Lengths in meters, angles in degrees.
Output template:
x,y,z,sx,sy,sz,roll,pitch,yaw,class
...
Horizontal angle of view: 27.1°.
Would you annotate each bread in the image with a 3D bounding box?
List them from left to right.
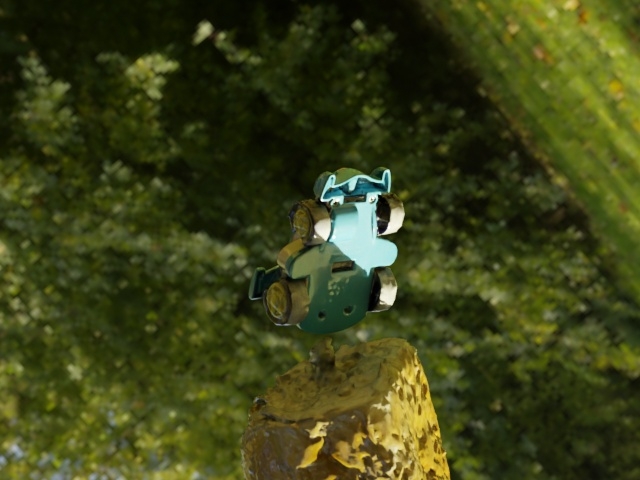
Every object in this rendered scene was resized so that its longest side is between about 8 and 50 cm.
x,y,z,sx,sy,sz,roll,pitch,yaw,class
0.021,0.211,1.241,0.195,0.176,0.246,-56,-48,-71,bread

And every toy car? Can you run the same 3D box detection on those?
x,y,z,sx,sy,sz,roll,pitch,yaw,class
0.000,0.000,1.224,0.126,0.161,0.098,-10,-153,-36,toy car
